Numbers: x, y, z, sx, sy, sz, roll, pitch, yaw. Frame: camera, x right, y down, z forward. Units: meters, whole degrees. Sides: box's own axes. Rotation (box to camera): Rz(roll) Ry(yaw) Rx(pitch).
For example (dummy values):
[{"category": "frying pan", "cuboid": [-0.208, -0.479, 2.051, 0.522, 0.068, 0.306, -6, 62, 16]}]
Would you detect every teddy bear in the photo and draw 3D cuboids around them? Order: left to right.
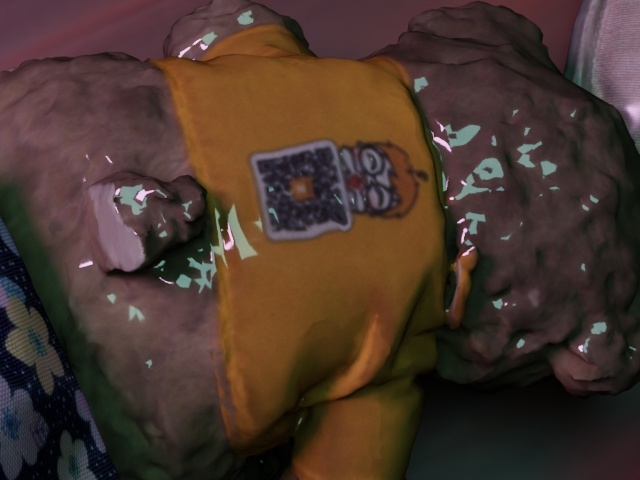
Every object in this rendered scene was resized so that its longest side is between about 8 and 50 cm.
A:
[{"category": "teddy bear", "cuboid": [0.000, 0.000, 0.506, 0.190, 0.140, 0.177, -14, 69, -15]}]

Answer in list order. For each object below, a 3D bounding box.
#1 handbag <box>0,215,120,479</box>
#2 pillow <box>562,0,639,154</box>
[{"category": "handbag", "cuboid": [-0.147, 0.093, 0.436, 0.208, 0.127, 0.228, -27, 89, 20]}, {"category": "pillow", "cuboid": [0.195, -0.057, 0.576, 0.233, 0.038, 0.130, 13, 68, 2]}]
